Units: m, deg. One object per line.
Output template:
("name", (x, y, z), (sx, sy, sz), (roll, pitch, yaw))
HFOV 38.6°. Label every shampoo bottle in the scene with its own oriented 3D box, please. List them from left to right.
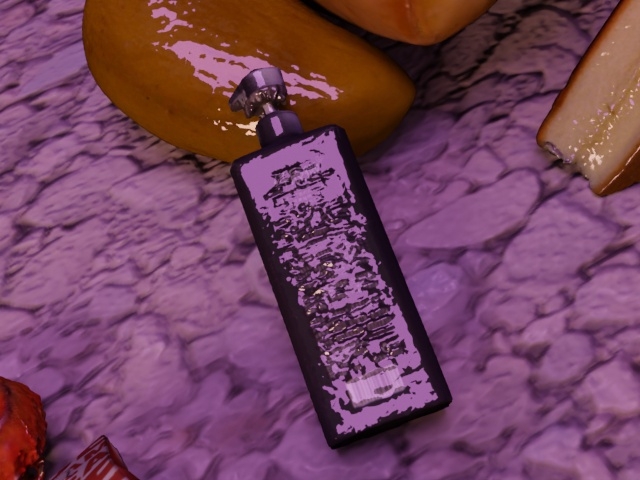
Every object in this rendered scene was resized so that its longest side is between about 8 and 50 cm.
("shampoo bottle", (0.001, 0.000, 0.719), (0.098, 0.071, 0.309), (-21, 73, 0))

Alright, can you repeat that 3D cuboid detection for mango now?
("mango", (-0.087, -0.165, 0.863), (0.332, 0.142, 0.195), (34, 69, 21))

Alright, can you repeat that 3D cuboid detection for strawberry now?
("strawberry", (-0.286, 0.183, 0.693), (0.188, 0.082, 0.121), (-44, 39, -10))

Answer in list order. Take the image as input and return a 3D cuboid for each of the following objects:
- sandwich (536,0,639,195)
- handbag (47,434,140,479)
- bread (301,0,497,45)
("sandwich", (0.306, -0.154, 0.805), (0.235, 0.128, 0.122), (-55, 52, 23))
("handbag", (-0.124, 0.259, 0.560), (0.298, 0.151, 0.171), (35, 70, 33))
("bread", (0.104, -0.370, 0.823), (0.361, 0.250, 0.394), (-40, 33, -6))
